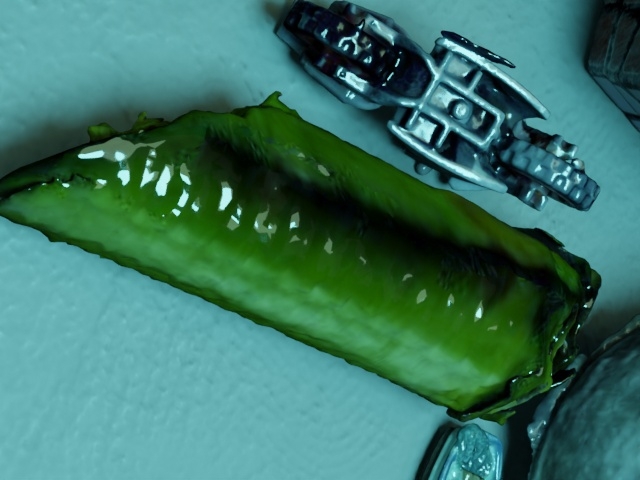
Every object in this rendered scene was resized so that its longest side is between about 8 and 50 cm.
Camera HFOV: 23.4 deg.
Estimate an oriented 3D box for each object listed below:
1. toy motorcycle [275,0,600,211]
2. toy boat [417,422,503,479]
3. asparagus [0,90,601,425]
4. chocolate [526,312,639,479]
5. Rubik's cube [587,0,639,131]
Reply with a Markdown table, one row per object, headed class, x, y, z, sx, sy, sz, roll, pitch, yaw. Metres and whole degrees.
| class | x | y | z | sx | sy | sz | roll | pitch | yaw |
| --- | --- | --- | --- | --- | --- | --- | --- | --- | --- |
| toy motorcycle | 0.068 | -0.084 | 0.918 | 0.215 | 0.122 | 0.080 | 30 | 89 | -18 |
| toy boat | 0.086 | 0.182 | 0.942 | 0.059 | 0.066 | 0.140 | 28 | 74 | -36 |
| asparagus | 0.000 | 0.000 | 0.859 | 0.382 | 0.108 | 0.128 | 25 | 82 | -32 |
| chocolate | 0.284 | 0.172 | 0.903 | 0.303 | 0.213 | 0.303 | 3 | 81 | -19 |
| Rubik's cube | 0.334 | -0.146 | 1.009 | 0.319 | 0.264 | 0.319 | 1 | 88 | -36 |
